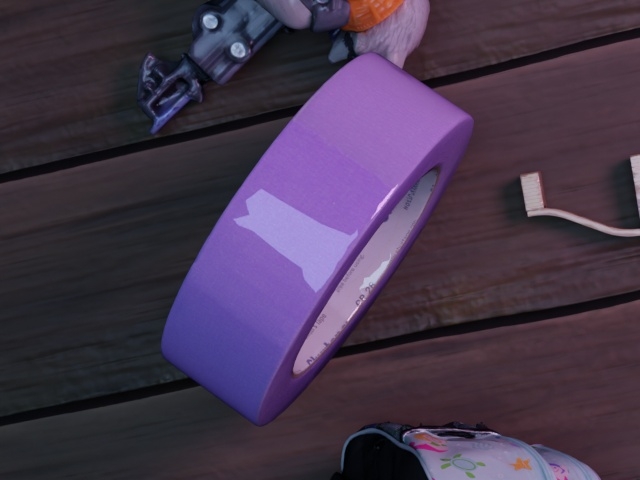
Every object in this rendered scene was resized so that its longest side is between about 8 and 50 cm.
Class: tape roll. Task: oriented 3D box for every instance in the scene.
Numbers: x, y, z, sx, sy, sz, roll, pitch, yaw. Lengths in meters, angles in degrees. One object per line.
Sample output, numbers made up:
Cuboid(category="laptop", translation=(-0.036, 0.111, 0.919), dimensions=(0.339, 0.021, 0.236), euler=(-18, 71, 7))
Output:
Cuboid(category="tape roll", translation=(0.000, 0.000, 1.285), dimensions=(0.090, 0.275, 0.275), euler=(35, 96, 10))

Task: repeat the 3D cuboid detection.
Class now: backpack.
Cuboid(category="backpack", translation=(0.111, 0.245, 1.276), dimensions=(0.191, 0.253, 0.225), euler=(-1, 88, -9))

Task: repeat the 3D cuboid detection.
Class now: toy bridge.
Cuboid(category="toy bridge", translation=(0.253, -0.037, 1.364), dimensions=(0.188, 0.026, 0.063), euler=(-9, 90, 10))

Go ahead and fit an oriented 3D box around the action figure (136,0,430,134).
Cuboid(category="action figure", translation=(-0.063, -0.227, 1.338), dimensions=(0.330, 0.178, 0.341), euler=(36, 101, -12))
